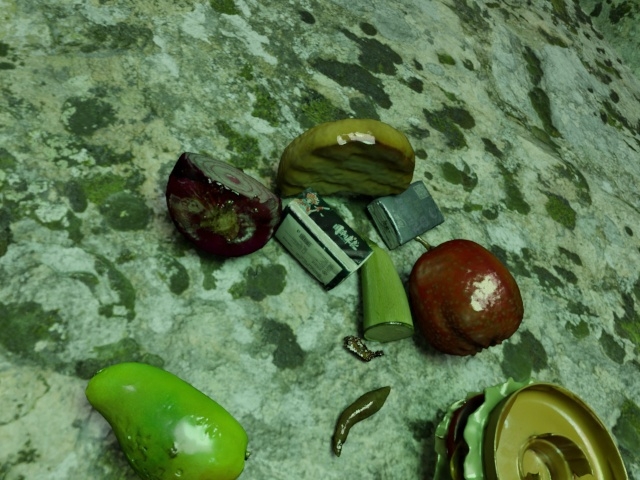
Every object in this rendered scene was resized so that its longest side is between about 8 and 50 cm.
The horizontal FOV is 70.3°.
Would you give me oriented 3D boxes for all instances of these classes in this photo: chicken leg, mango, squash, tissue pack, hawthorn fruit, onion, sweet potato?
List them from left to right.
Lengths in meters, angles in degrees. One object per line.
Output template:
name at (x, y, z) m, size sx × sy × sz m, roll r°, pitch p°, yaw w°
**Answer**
mango at (-0.205, 0.250, 0.603) m, size 0.232 × 0.111 × 0.125 m, roll 32°, pitch 50°, yaw -4°
onion at (-0.169, -0.068, 0.796) m, size 0.195 × 0.140 × 0.218 m, roll 17°, pitch 20°, yaw -17°
tissue pack at (0.000, 0.001, 0.844) m, size 0.170 × 0.103 × 0.090 m, roll 47°, pitch 50°, yaw 6°
sweet potato at (0.065, 0.287, 0.754) m, size 0.041 × 0.038 × 0.153 m, roll 36°, pitch 52°, yaw 26°
chicken leg at (0.077, 0.198, 0.818) m, size 0.083 × 0.021 × 0.036 m, roll 29°, pitch 45°, yaw -8°
squash at (0.107, 0.080, 0.870) m, size 0.094 × 0.094 × 0.224 m, roll 5°, pitch 54°, yaw -22°
tissue pack at (0.188, -0.059, 0.991) m, size 0.156 × 0.051 × 0.112 m, roll -25°, pitch 85°, yaw -36°
hawthorn fruit at (0.255, 0.086, 0.857) m, size 0.205 × 0.205 × 0.253 m, roll -9°, pitch 62°, yaw -29°

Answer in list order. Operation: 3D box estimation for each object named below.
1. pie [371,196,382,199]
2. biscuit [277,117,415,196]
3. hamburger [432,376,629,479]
pie at (0.143, -0.117, 1.030) m, size 0.085 × 0.017 × 0.085 m, roll 11°, pitch 59°, yaw -20°
biscuit at (0.059, -0.155, 0.879) m, size 0.274 × 0.213 × 0.091 m, roll 3°, pitch 63°, yaw -16°
hamburger at (0.304, 0.366, 0.710) m, size 0.274 × 0.212 × 0.275 m, roll 10°, pitch 59°, yaw -16°
